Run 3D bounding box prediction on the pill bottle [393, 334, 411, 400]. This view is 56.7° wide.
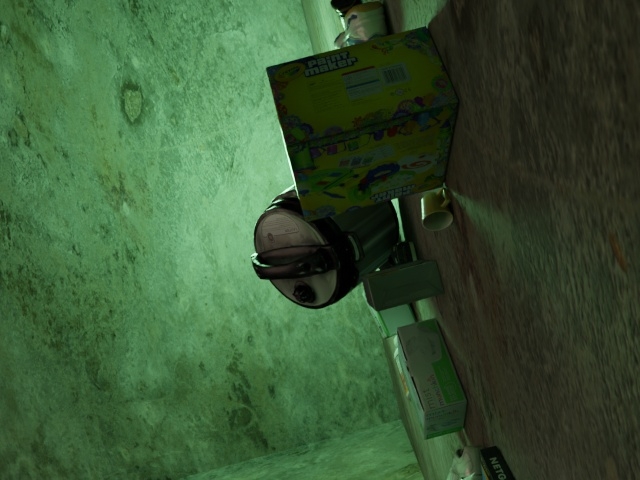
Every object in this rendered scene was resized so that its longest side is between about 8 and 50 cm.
[{"bbox_3d":[0.313,0.409,1.946,0.121,0.121,0.216,76,180,-49],"label":"pill bottle"}]

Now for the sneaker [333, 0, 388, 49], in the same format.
[{"bbox_3d":[0.101,-0.446,1.420,0.296,0.111,0.131,74,180,-88],"label":"sneaker"}]

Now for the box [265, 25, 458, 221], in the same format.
[{"bbox_3d":[0.076,-0.201,1.101,0.279,0.289,0.177,79,177,-64],"label":"box"}]

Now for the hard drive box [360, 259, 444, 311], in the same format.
[{"bbox_3d":[0.210,0.116,1.580,0.232,0.180,0.089,116,140,-88],"label":"hard drive box"}]

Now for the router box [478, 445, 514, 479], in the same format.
[{"bbox_3d":[0.397,0.556,1.274,0.179,0.046,0.133,-106,1,-64],"label":"router box"}]

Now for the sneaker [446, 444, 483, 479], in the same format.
[{"bbox_3d":[0.386,0.610,1.551,0.292,0.109,0.119,93,171,-61],"label":"sneaker"}]

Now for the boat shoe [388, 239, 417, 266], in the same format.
[{"bbox_3d":[0.243,0.046,1.828,0.233,0.079,0.084,68,-175,-83],"label":"boat shoe"}]

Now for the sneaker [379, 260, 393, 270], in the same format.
[{"bbox_3d":[0.215,0.055,2.068,0.109,0.130,0.287,106,148,-86],"label":"sneaker"}]

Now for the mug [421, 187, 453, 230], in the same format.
[{"bbox_3d":[0.238,-0.067,1.199,0.062,0.078,0.064,34,-142,-37],"label":"mug"}]

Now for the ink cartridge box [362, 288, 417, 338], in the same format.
[{"bbox_3d":[0.256,0.253,2.235,0.289,0.121,0.211,79,167,-78],"label":"ink cartridge box"}]

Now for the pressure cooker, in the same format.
[{"bbox_3d":[0.003,0.005,1.839,0.375,0.420,0.370,39,137,18],"label":"pressure cooker"}]

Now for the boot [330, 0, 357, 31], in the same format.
[{"bbox_3d":[0.083,-0.608,1.632,0.198,0.076,0.137,-81,-25,-58],"label":"boot"}]

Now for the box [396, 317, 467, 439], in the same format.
[{"bbox_3d":[0.309,0.396,1.694,0.231,0.126,0.262,77,178,-52],"label":"box"}]
